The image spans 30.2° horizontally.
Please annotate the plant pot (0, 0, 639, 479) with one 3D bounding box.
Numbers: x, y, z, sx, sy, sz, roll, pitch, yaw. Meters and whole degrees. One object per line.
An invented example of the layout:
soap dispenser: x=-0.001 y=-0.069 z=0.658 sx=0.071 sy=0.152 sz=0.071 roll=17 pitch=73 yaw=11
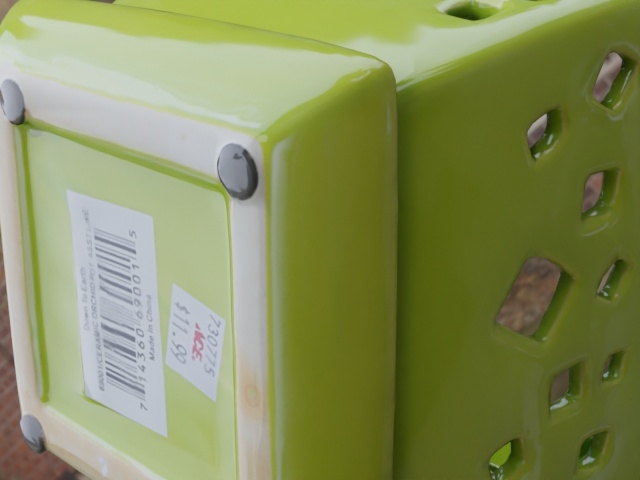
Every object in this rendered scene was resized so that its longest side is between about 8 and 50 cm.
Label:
plant pot: x=0.000 y=0.000 z=0.476 sx=0.227 sy=0.228 sz=0.207 roll=19 pitch=28 yaw=41
